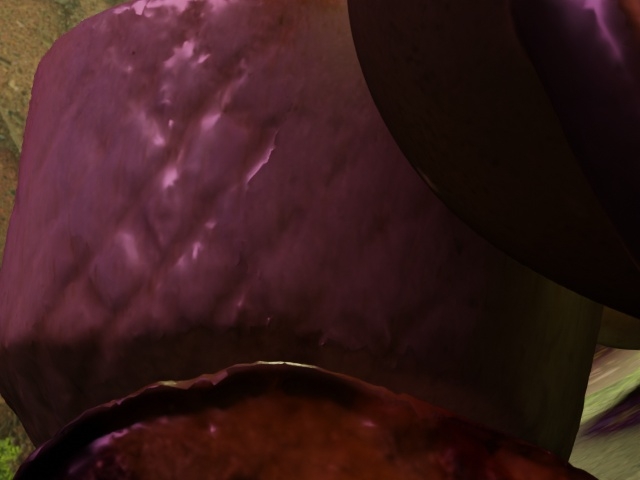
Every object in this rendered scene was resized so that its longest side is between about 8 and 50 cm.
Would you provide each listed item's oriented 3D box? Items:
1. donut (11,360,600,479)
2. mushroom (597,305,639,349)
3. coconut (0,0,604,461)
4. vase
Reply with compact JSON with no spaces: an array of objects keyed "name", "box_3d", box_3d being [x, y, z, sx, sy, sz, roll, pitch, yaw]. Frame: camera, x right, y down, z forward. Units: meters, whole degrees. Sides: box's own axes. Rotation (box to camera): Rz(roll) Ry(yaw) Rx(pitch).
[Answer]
[{"name":"donut","box_3d":[-0.051,0.136,0.567,0.295,0.151,0.112,-30,-11,-16]},{"name":"mushroom","box_3d":[0.228,-0.061,1.056,0.189,0.254,0.195,1,-2,-4]},{"name":"coconut","box_3d":[0.000,0.000,0.857,0.329,0.329,0.329,-30,-1,0]},{"name":"vase","box_3d":[0.156,-0.034,0.635,0.241,0.302,0.329,-30,17,25]}]
